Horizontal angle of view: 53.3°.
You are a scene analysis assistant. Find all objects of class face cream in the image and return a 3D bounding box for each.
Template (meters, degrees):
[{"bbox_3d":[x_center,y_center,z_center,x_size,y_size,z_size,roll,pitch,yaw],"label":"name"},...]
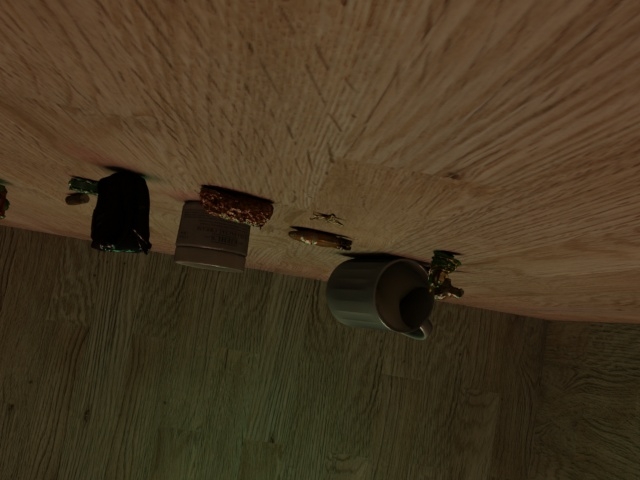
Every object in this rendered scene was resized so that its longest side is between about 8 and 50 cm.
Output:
[{"bbox_3d":[-0.265,-0.007,1.580,0.178,0.152,0.177,8,174,1],"label":"face cream"}]

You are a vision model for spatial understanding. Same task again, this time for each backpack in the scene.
[{"bbox_3d":[-0.407,-0.055,1.300,0.106,0.165,0.120,-5,170,36],"label":"backpack"}]

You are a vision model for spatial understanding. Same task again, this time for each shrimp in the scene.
[{"bbox_3d":[0.000,0.000,1.723,0.180,0.041,0.099,10,174,-12],"label":"shrimp"}]

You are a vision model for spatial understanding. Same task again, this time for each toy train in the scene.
[{"bbox_3d":[-0.544,-0.124,1.489,0.083,0.033,0.053,12,176,-16],"label":"toy train"}]

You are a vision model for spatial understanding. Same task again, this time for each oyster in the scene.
[{"bbox_3d":[0.321,0.145,2.230,0.205,0.110,0.396,15,176,-18],"label":"oyster"}]

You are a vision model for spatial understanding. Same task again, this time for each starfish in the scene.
[{"bbox_3d":[0.020,-0.046,1.424,0.092,0.016,0.086,19,171,-28],"label":"starfish"}]

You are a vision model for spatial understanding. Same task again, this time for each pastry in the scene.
[{"bbox_3d":[-0.178,-0.066,1.338,0.170,0.063,0.087,12,175,-27],"label":"pastry"}]

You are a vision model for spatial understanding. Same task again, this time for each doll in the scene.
[{"bbox_3d":[0.307,0.076,1.688,0.076,0.113,0.078,46,175,3],"label":"doll"}]

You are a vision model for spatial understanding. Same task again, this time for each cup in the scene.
[{"bbox_3d":[0.210,0.203,2.107,0.323,0.236,0.327,47,157,-18],"label":"cup"}]

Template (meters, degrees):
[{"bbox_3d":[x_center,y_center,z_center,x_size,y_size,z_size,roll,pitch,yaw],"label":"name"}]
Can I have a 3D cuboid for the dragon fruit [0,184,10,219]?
[{"bbox_3d":[-0.938,-0.120,1.717,0.137,0.135,0.236,15,156,7],"label":"dragon fruit"}]

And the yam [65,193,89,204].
[{"bbox_3d":[-0.672,-0.113,1.765,0.032,0.032,0.145,15,172,-36],"label":"yam"}]
